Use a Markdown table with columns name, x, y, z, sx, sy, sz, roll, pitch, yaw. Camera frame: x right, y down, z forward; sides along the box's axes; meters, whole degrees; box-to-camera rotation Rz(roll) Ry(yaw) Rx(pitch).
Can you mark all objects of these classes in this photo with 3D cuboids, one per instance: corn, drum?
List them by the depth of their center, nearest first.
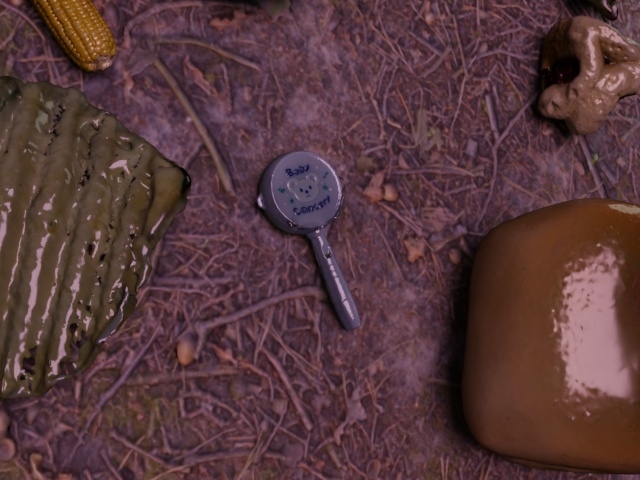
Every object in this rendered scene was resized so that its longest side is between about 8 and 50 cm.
| name | x | y | z | sx | sy | sz | roll | pitch | yaw |
| --- | --- | --- | --- | --- | --- | --- | --- | --- | --- |
| corn | -0.331 | -0.303 | 1.236 | 0.067 | 0.067 | 0.206 | -37 | 93 | -26 |
| drum | -0.019 | 0.002 | 1.325 | 0.130 | 0.049 | 0.253 | -4 | 81 | -25 |

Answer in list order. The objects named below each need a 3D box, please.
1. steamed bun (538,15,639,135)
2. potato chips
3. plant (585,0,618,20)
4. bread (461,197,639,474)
| name | x | y | z | sx | sy | sz | roll | pitch | yaw |
| --- | --- | --- | --- | --- | --- | --- | --- | --- | --- |
| steamed bun | 0.416 | -0.247 | 1.536 | 0.172 | 0.141 | 0.155 | 32 | 82 | -13 |
| potato chips | -0.370 | -0.028 | 1.148 | 0.373 | 0.097 | 0.389 | 33 | 70 | -5 |
| plant | 0.399 | -0.505 | 1.613 | 0.333 | 0.180 | 0.251 | 13 | 80 | 12 |
| bread | 0.373 | 0.132 | 1.364 | 0.347 | 0.253 | 0.376 | 14 | 74 | -19 |
